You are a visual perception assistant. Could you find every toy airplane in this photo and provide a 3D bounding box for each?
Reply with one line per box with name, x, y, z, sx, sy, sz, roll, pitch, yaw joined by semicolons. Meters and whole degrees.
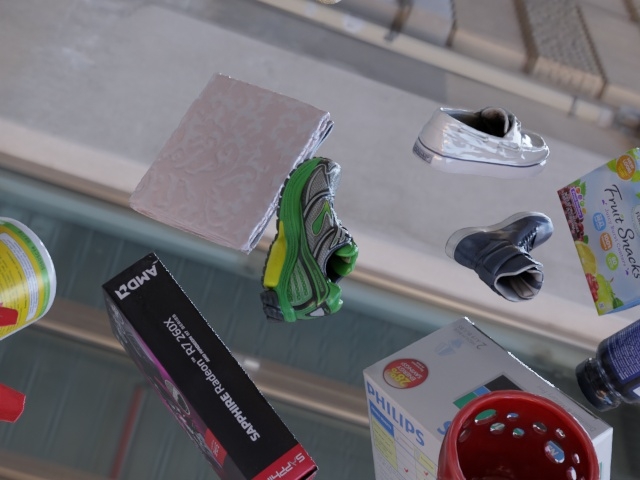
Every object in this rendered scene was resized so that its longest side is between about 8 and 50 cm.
toy airplane;-0.316;0.106;0.995;0.028;0.151;0.151;87;11;-51

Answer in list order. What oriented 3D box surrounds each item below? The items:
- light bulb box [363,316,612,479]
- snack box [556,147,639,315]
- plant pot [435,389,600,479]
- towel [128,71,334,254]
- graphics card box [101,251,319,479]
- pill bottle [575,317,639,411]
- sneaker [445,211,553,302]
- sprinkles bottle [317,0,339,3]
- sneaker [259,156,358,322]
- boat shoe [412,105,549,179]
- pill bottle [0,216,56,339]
light bulb box;0.268;0.384;1.853;0.358;0.225;0.361;39;-34;45
snack box;0.458;-0.013;1.676;0.174;0.070;0.207;-34;-111;56
plant pot;0.235;0.310;1.416;0.174;0.191;0.191;97;3;-50
towel;-0.176;-0.154;2.203;0.332;0.317;0.053;-58;147;-15
graphics card box;-0.158;0.212;1.566;0.094;0.371;0.233;-34;167;-17
pill bottle;0.538;0.195;1.876;0.219;0.123;0.123;-37;-153;31
sneaker;0.348;0.029;1.931;0.163;0.226;0.086;39;-46;44
sprinkles bottle;0.126;-0.408;1.408;0.355;0.121;0.121;-16;-131;38
sneaker;0.000;0.000;1.920;0.134;0.146;0.344;78;17;-51
boat shoe;0.244;-0.150;1.618;0.096;0.267;0.088;50;-54;40
pill bottle;-0.427;0.071;1.270;0.245;0.136;0.136;-33;151;-55
